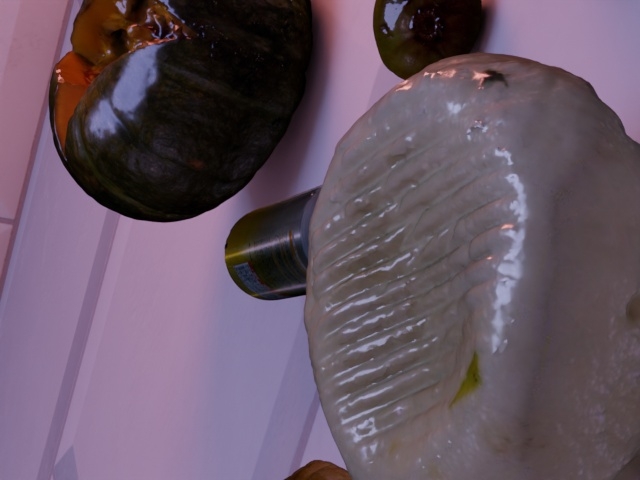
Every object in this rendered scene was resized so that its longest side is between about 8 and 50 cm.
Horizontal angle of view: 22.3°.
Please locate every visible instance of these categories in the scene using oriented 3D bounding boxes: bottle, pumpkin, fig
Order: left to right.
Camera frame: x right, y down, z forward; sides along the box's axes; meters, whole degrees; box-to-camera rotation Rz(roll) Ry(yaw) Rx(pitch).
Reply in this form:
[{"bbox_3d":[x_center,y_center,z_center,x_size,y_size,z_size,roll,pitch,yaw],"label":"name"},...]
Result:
[{"bbox_3d":[-0.135,-0.170,1.559,0.320,0.192,0.320,-41,37,42],"label":"pumpkin"},{"bbox_3d":[0.000,0.000,1.264,0.286,0.082,0.082,166,114,-71],"label":"bottle"},{"bbox_3d":[0.076,-0.159,1.154,0.098,0.082,0.084,-88,-23,-77],"label":"fig"}]

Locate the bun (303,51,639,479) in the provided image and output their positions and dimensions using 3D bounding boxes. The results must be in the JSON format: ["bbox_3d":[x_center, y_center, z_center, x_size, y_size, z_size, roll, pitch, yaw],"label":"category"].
[{"bbox_3d":[0.095,0.034,0.840,0.259,0.160,0.259,-6,83,58],"label":"bun"}]

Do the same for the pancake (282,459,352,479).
[{"bbox_3d":[-0.022,0.310,1.174,0.427,0.067,0.304,-175,94,-70],"label":"pancake"}]
